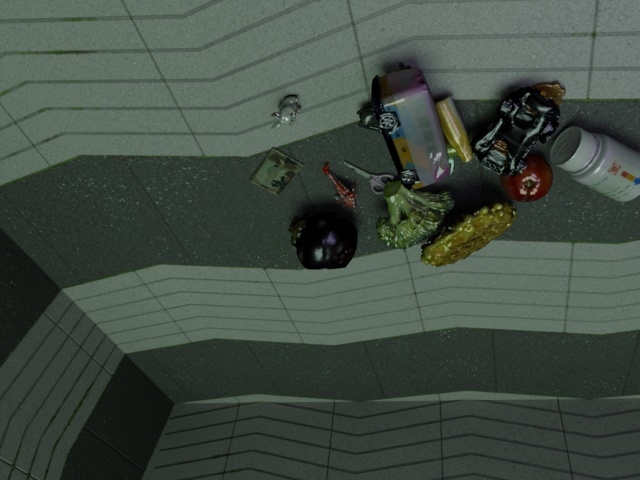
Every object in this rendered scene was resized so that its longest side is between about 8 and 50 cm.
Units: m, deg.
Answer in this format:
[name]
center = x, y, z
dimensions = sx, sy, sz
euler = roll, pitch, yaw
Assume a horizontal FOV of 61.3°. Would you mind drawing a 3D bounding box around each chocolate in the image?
[chocolate]
center = 0.427, -0.353, 1.739
dimensions = 0.085, 0.085, 0.219
euler = -22, 103, 30

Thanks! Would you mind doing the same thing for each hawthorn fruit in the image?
[hawthorn fruit]
center = 0.703, -0.209, 1.845
dimensions = 0.172, 0.173, 0.173
euler = 5, 138, 4

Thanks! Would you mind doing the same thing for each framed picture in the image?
[framed picture]
center = -0.171, -0.259, 2.062
dimensions = 0.136, 0.010, 0.201
euler = 26, 135, -20

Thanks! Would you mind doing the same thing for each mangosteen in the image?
[mangosteen]
center = 0.002, 0.005, 2.167
dimensions = 0.287, 0.287, 0.233
euler = -2, 98, 12

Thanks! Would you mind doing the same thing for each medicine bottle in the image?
[medicine bottle]
center = 0.911, -0.251, 1.759
dimensions = 0.292, 0.170, 0.170
euler = 22, 137, -15

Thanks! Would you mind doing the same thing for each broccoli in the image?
[broccoli]
center = 0.331, -0.109, 1.996
dimensions = 0.245, 0.288, 0.248
euler = 47, 164, -25

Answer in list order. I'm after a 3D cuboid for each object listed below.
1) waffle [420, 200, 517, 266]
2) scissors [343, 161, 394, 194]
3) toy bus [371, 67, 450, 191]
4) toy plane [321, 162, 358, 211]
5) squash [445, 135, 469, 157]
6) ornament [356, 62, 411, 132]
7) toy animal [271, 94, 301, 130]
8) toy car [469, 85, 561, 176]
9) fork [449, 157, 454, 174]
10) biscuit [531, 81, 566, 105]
[waffle]
center = 0.558, -0.017, 2.015
dimensions = 0.379, 0.095, 0.382
euler = -39, 158, 26
[scissors]
center = 0.176, -0.240, 2.013
dimensions = 0.212, 0.021, 0.110
euler = 25, 134, -19
[toy bus]
center = 0.291, -0.331, 1.662
dimensions = 0.162, 0.171, 0.386
euler = -12, 134, 19
[toy plane]
center = 0.068, -0.194, 2.030
dimensions = 0.194, 0.126, 0.077
euler = 27, 163, -22
[squash]
center = 0.375, -0.320, 1.831
dimensions = 0.250, 0.083, 0.083
euler = 5, 139, 13
[ornament]
center = 0.233, -0.455, 1.724
dimensions = 0.202, 0.080, 0.236
euler = 11, 141, -6
[toy animal]
center = -0.111, -0.422, 1.784
dimensions = 0.085, 0.124, 0.071
euler = 9, 143, 2
[toy car]
center = 0.619, -0.341, 1.705
dimensions = 0.193, 0.118, 0.301
euler = 39, 133, 8
[fork]
center = 0.458, -0.326, 1.870
dimensions = 0.039, 0.021, 0.235
euler = 2, 137, 2
[biscuit]
center = 0.686, -0.422, 1.713
dimensions = 0.133, 0.027, 0.184
euler = 11, 136, 9
